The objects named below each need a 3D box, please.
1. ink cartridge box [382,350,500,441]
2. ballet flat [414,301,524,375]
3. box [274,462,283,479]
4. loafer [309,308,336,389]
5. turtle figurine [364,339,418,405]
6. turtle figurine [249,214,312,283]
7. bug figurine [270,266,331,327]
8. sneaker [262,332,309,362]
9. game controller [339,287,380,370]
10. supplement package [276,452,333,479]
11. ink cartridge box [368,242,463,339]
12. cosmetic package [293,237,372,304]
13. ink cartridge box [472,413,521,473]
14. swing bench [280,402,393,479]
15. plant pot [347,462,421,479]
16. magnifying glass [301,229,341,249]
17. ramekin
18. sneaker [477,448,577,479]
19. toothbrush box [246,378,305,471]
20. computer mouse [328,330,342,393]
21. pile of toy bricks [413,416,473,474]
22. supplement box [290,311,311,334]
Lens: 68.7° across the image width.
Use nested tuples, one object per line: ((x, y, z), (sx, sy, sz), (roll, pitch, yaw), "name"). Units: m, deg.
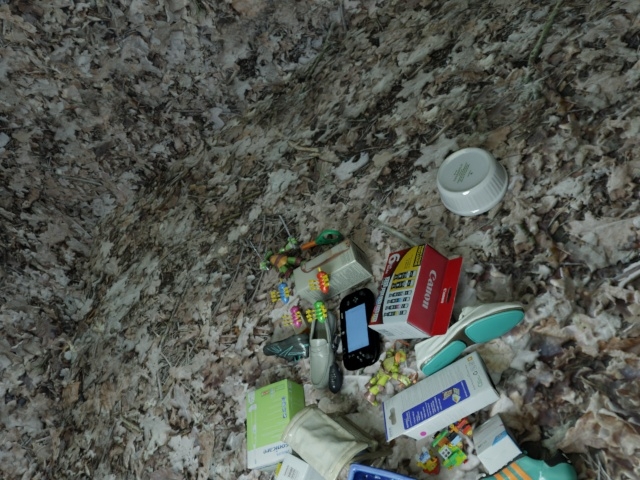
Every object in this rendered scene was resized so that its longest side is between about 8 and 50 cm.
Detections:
((0.369, 0.507, 1.485), (0.371, 0.069, 0.176), (-32, 19, 15), "ink cartridge box")
((0.473, 0.296, 1.558), (0.400, 0.139, 0.139), (-39, 45, 17), "ballet flat")
((-0.126, 0.889, 1.646), (0.043, 0.105, 0.179), (-5, 60, 38), "box")
((-0.003, 0.423, 1.856), (0.112, 0.111, 0.320), (-17, 52, 30), "loafer")
((0.233, 0.458, 1.608), (0.217, 0.087, 0.269), (-55, 15, 11), "turtle figurine")
((-0.175, 0.073, 2.144), (0.266, 0.197, 0.275), (27, 123, 29), "turtle figurine")
((-0.063, 0.235, 1.881), (0.279, 0.072, 0.216), (-18, 72, 27), "bug figurine")
((-0.146, 0.462, 1.953), (0.267, 0.101, 0.106), (-26, 75, 41), "sneaker")
((0.148, 0.343, 1.822), (0.166, 0.067, 0.319), (-23, 49, 26), "game controller")
((-0.046, 0.802, 1.586), (0.105, 0.179, 0.105), (6, 66, 41), "supplement package")
((0.338, 0.179, 1.660), (0.272, 0.130, 0.310), (-22, 42, 54), "ink cartridge box")
((0.049, 0.137, 1.981), (0.296, 0.153, 0.129), (-30, 47, 18), "cosmetic package")
((0.501, 0.577, 1.343), (0.104, 0.181, 0.061), (-41, 81, 9), "ink cartridge box")
((0.053, 0.673, 1.539), (0.253, 0.254, 0.165), (22, 77, 45), "swing bench")
((0.209, 0.801, 1.352), (0.236, 0.212, 0.236), (-3, 61, 32), "plant pot")
((0.000, 0.000, 2.169), (0.231, 0.092, 0.026), (-24, 52, 39), "magnifying glass")
((0.580, -0.240, 1.825), (0.272, 0.127, 0.273), (-20, 52, 27), "ramekin")
((0.536, 0.648, 1.284), (0.302, 0.108, 0.121), (-18, 50, 20), "sneaker")
((-0.168, 0.706, 1.790), (0.206, 0.122, 0.283), (-27, 48, 22), "toothbrush box")
((0.066, 0.463, 1.797), (0.041, 0.071, 0.242), (-10, 61, 27), "computer mouse")
((0.397, 0.637, 1.416), (0.212, 0.118, 0.105), (-42, 82, -7), "pile of toy bricks")
((-0.086, 0.364, 2.016), (0.062, 0.036, 0.098), (-41, 45, 10), "supplement box")
